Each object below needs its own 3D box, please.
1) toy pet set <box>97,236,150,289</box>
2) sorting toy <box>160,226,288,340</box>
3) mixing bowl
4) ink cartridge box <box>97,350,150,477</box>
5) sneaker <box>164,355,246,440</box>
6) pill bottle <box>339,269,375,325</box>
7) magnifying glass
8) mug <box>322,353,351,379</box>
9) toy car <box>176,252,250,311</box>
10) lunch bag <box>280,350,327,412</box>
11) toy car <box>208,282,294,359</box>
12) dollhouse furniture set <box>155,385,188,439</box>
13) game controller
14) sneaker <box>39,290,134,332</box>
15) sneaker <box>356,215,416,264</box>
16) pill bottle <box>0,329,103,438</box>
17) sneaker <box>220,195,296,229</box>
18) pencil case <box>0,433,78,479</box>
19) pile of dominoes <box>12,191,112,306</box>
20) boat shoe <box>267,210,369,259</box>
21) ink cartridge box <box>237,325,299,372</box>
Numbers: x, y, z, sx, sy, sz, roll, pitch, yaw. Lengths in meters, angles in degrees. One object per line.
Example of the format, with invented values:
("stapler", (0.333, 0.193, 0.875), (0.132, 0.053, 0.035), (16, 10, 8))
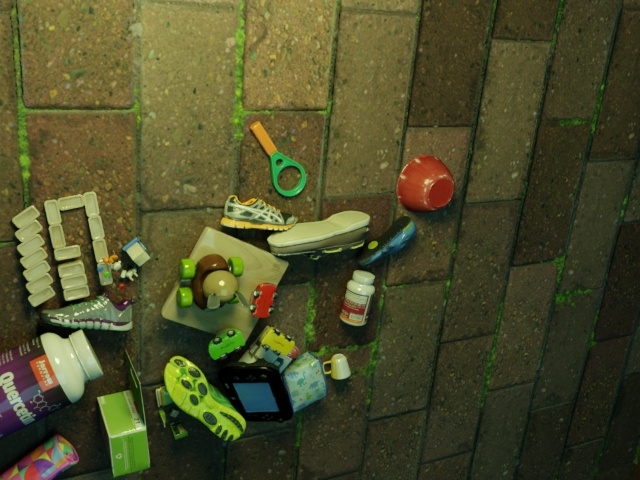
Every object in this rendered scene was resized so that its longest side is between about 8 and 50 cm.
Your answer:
("toy pet set", (-0.484, 0.042, 1.696), (0.114, 0.065, 0.122), (-39, 151, -8))
("sorting toy", (-0.260, 0.110, 1.834), (0.257, 0.089, 0.255), (25, 98, -34))
("mixing bowl", (0.324, -0.153, 2.034), (0.182, 0.098, 0.181), (-11, 114, -24))
("ink cartridge box", (-0.511, 0.436, 1.778), (0.097, 0.189, 0.255), (-10, 114, -23))
("sneaker", (-0.331, 0.439, 1.922), (0.109, 0.123, 0.295), (-42, 109, -15))
("pill bottle", (0.113, 0.169, 2.063), (0.086, 0.086, 0.151), (4, 109, -30))
("magnifying glass", (-0.114, -0.212, 1.818), (0.092, 0.026, 0.231), (-39, 125, -9))
("mug", (0.053, 0.387, 2.141), (0.078, 0.062, 0.064), (-18, 111, -28))
("toy car", (-0.245, 0.127, 1.679), (0.155, 0.188, 0.148), (-2, 112, -27))
("lunch bag", (-0.053, 0.426, 2.077), (0.129, 0.096, 0.151), (-23, 110, -19))
("toy car", (-0.197, 0.238, 1.836), (0.225, 0.053, 0.239), (-25, 120, -17))
("dollhouse furniture set", (-0.406, 0.472, 1.927), (0.076, 0.058, 0.151), (-14, 117, -24))
("game controller", (-0.178, 0.429, 1.952), (0.167, 0.067, 0.319), (-9, 139, 2))
("sneaker", (-0.571, 0.168, 1.713), (0.224, 0.083, 0.098), (11, 82, -34))
("sneaker", (0.202, 0.018, 2.058), (0.209, 0.069, 0.082), (-38, 127, -10))
("pill bottle", (-0.691, 0.337, 1.640), (0.323, 0.181, 0.181), (-26, 121, -17))
("sneaker", (-0.156, -0.070, 1.822), (0.215, 0.084, 0.083), (3, 91, -36))
("pencil case", (-0.739, 0.604, 1.779), (0.236, 0.104, 0.104), (-40, 124, -9))
("pile of dominoes", (-0.612, 0.019, 1.650), (0.196, 0.040, 0.251), (-13, 108, -23))
("boat shoe", (0.000, 0.000, 1.903), (0.325, 0.117, 0.096), (-17, 120, -36))
("ink cartridge box", (-0.154, 0.339, 2.004), (0.109, 0.063, 0.150), (39, 89, -35))
